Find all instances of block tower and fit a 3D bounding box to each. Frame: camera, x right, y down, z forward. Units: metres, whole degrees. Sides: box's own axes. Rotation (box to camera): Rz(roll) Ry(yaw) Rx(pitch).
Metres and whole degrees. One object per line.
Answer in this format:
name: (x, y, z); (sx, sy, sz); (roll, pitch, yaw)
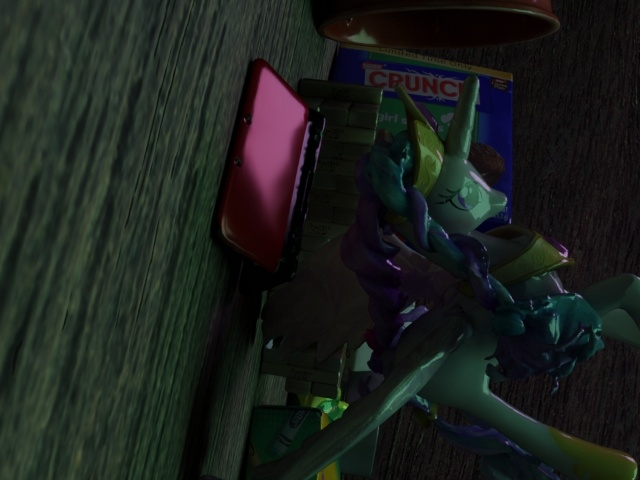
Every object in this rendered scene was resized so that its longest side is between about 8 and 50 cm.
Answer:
block tower: (0.000, 0.000, 0.862); (0.097, 0.091, 0.335); (-69, 166, -72)

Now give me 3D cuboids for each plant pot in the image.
plant pot: (0.134, -0.370, 0.899); (0.272, 0.273, 0.264); (-45, 136, -82)

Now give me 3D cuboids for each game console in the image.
game console: (-0.053, -0.043, 0.609); (0.124, 0.085, 0.143); (-25, -131, 57)

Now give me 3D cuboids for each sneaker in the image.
sneaker: (-0.004, 0.325, 1.376); (0.295, 0.110, 0.123); (63, 39, -61)

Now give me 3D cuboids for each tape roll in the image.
tape roll: (0.081, 0.365, 1.615); (0.219, 0.072, 0.219); (7, 90, -87)

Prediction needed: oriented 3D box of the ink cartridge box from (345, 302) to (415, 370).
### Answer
ink cartridge box: (0.091, 0.088, 1.546); (0.201, 0.117, 0.278); (-136, -131, -60)

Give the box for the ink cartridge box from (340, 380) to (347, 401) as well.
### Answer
ink cartridge box: (-0.015, 0.506, 1.648); (0.385, 0.091, 0.308); (90, 9, -53)

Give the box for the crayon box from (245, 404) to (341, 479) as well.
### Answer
crayon box: (-0.033, 0.336, 0.889); (0.165, 0.081, 0.278); (64, 29, -67)

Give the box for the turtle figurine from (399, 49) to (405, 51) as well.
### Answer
turtle figurine: (0.203, -0.535, 1.755); (0.198, 0.275, 0.266); (-47, -170, 15)

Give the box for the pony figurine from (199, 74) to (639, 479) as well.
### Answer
pony figurine: (0.102, 0.084, 0.653); (0.351, 0.364, 0.302); (-45, -159, 24)

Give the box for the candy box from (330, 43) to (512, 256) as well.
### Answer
candy box: (0.130, -0.126, 1.124); (0.122, 0.268, 0.317); (99, 2, -49)
